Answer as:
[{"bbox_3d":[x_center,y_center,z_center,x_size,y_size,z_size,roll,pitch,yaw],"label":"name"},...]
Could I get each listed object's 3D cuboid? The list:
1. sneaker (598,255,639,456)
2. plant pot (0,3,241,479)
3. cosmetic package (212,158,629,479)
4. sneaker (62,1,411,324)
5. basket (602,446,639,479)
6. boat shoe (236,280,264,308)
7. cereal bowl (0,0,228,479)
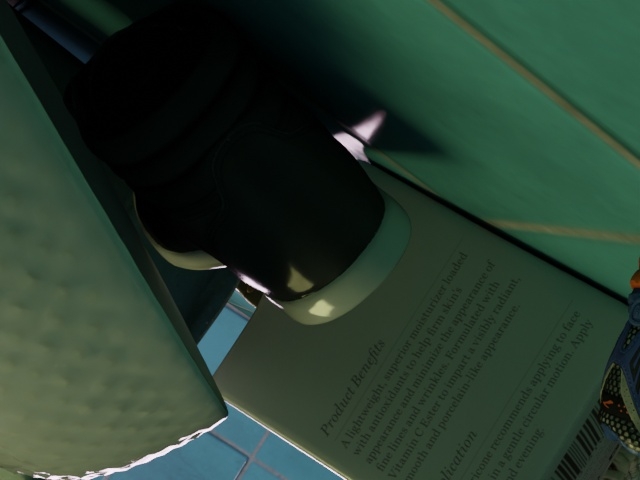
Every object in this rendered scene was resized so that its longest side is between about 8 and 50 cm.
[{"bbox_3d":[0.193,0.091,0.572,0.221,0.087,0.083,35,174,-16],"label":"sneaker"},{"bbox_3d":[-0.269,-0.031,0.967,0.334,0.341,0.341,44,170,-17],"label":"plant pot"},{"bbox_3d":[0.069,0.078,0.785,0.183,0.151,0.151,31,173,24],"label":"cosmetic package"},{"bbox_3d":[-0.068,-0.058,0.733,0.147,0.104,0.295,48,171,-23],"label":"sneaker"},{"bbox_3d":[0.160,0.128,0.918,0.113,0.103,0.167,30,173,20],"label":"basket"},{"bbox_3d":[-0.075,0.015,1.395,0.178,0.064,0.060,40,178,-3],"label":"boat shoe"},{"bbox_3d":[-0.181,-0.034,0.635,0.339,0.141,0.339,61,175,8],"label":"cereal bowl"}]
